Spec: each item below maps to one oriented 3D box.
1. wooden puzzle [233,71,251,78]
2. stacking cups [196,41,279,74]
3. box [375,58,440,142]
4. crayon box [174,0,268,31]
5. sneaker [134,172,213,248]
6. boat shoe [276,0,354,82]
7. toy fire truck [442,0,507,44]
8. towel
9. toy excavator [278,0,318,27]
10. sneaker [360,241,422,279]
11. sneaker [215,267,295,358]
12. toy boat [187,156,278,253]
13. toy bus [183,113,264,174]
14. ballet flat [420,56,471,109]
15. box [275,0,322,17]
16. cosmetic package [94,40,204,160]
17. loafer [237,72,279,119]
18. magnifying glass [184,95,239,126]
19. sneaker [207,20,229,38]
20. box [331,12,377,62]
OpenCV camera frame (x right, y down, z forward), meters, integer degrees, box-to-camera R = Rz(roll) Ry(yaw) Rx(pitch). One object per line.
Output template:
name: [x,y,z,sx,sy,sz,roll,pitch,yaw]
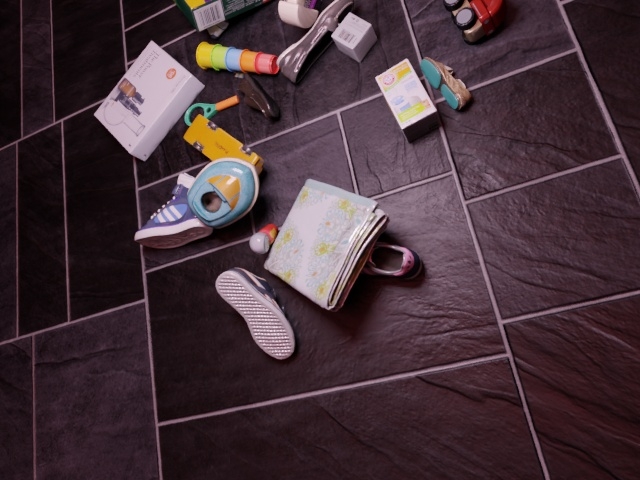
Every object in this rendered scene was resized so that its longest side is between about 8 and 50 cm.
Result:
wooden puzzle: [-0.286,-0.622,1.739,0.083,0.006,0.050,17,85,25]
stacking cups: [-0.294,-0.657,1.697,0.315,0.096,0.096,13,83,23]
box: [0.263,-0.420,1.420,0.114,0.103,0.203,-27,70,14]
crayon box: [-0.369,-0.960,1.728,0.362,0.106,0.313,-30,65,-13]
sneaker: [-0.502,-0.114,1.654,0.322,0.130,0.237,-12,65,22]
boat shoe: [0.001,-0.670,1.587,0.335,0.112,0.096,-40,79,14]
toy fire truck: [0.499,-0.732,1.389,0.246,0.158,0.217,-30,68,24]
towel: [0.000,0.000,1.372,0.374,0.090,0.321,27,87,51]
toy excavator: [0.013,-0.972,1.531,0.222,0.433,0.445,27,50,25]
sneaker: [0.126,0.041,1.353,0.318,0.131,0.112,4,80,24]
sneaker: [-0.179,0.211,1.453,0.126,0.127,0.321,-37,92,16]
toy boat: [-0.259,-0.099,1.461,0.318,0.148,0.267,46,116,-7]
toy bus: [-0.325,-0.306,1.614,0.332,0.130,0.108,37,92,25]
ballet flat: [0.381,-0.477,1.416,0.067,0.073,0.206,-25,71,-14]
box: [-0.074,-0.855,1.695,0.161,0.029,0.116,16,83,23]
cosmetic package: [-0.668,-0.542,1.827,0.284,0.097,0.377,42,95,21]
loafer: [-0.220,-0.491,1.651,0.078,0.080,0.220,-44,61,18]
magnifying glass: [-0.404,-0.484,1.745,0.230,0.026,0.092,-15,73,17]
sneaker: [-0.441,-0.882,1.815,0.091,0.094,0.258,-42,59,24]
box: [0.113,-0.664,1.544,0.101,0.087,0.102,41,94,24]
